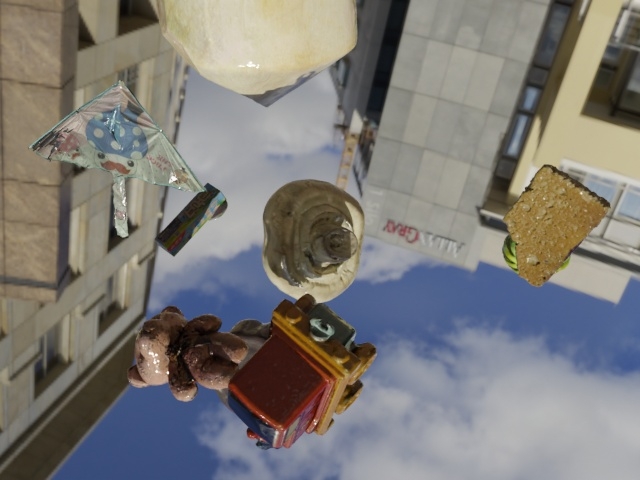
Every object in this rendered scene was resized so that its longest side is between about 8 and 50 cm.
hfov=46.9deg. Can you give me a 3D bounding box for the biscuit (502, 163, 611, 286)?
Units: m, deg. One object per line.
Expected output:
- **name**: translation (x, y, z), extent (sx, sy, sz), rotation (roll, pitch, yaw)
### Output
- **biscuit**: translation (0.383, -0.022, 1.267), extent (0.131, 0.237, 0.026), rotation (37, -129, 11)

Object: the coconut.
- **coconut**: translation (-0.119, -0.432, 1.308), extent (0.415, 0.415, 0.345), rotation (-16, -146, -41)

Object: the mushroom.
- **mushroom**: translation (0.000, 0.000, 1.529), extent (0.254, 0.260, 0.234), rotation (-48, -152, -20)

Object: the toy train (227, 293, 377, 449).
- **toy train**: translation (-0.041, 0.233, 1.214), extent (0.163, 0.369, 0.232), rotation (40, -118, 16)

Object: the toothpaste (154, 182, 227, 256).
- **toothpaste**: translation (-0.306, -0.046, 1.779), extent (0.070, 0.044, 0.193), rotation (33, -106, 29)

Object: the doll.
- **doll**: translation (-0.295, 0.231, 1.570), extent (0.303, 0.201, 0.156), rotation (0, 152, 41)

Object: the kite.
- **kite**: translation (-0.364, -0.140, 1.322), extent (0.336, 0.314, 0.011), rotation (13, -148, 4)

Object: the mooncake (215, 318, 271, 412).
- **mooncake**: translation (-0.149, 0.313, 1.804), extent (0.245, 0.244, 0.133), rotation (20, -152, 13)

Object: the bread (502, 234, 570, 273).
- **bread**: translation (0.424, 0.021, 1.456), extent (0.130, 0.139, 0.071), rotation (42, -131, -22)
